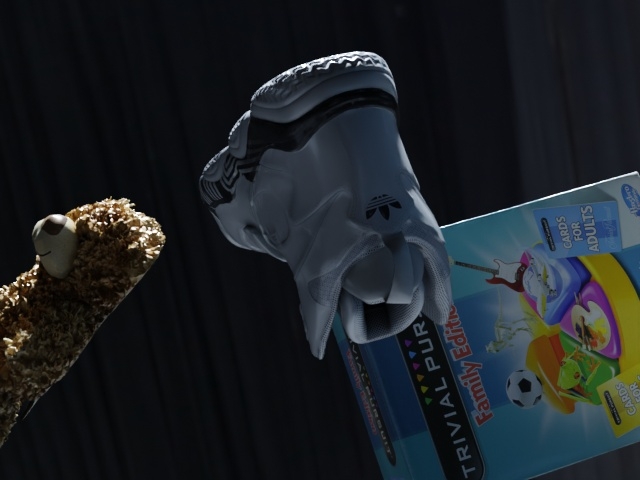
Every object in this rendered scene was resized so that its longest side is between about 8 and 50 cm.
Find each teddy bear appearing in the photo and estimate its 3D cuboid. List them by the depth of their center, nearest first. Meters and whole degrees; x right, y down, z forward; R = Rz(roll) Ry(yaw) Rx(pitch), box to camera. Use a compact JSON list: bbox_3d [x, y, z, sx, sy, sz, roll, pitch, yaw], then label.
[{"bbox_3d":[-0.297,0.093,1.702,0.338,0.113,0.245,-48,10,27],"label":"teddy bear"}]

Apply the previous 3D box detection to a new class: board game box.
[{"bbox_3d":[0.195,0.099,1.649,0.336,0.254,0.079,-16,-10,-20],"label":"board game box"}]

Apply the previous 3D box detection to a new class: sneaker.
[{"bbox_3d":[0.000,0.000,1.434,0.137,0.210,0.366,-15,-13,-16],"label":"sneaker"}]
